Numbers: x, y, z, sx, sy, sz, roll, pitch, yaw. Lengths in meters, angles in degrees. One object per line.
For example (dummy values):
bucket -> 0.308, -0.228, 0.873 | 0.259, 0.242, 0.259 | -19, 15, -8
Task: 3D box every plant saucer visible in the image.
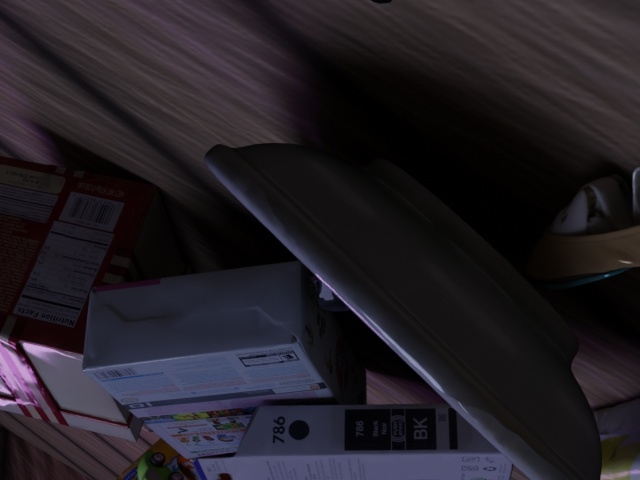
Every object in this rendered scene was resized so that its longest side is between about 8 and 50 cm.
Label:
plant saucer -> 0.086, 0.043, 0.976 | 0.400, 0.100, 0.400 | 43, 179, 1

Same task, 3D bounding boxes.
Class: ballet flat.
ballet flat -> 0.208, -0.014, 0.826 | 0.232, 0.080, 0.073 | -8, 104, 58

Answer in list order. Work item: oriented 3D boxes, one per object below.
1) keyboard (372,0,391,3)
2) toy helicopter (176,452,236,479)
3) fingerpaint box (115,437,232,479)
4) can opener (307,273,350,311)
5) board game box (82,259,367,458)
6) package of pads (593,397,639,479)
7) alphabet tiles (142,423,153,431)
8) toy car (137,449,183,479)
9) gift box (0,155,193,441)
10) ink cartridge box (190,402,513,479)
keyboard -> 0.018, -0.198, 0.747 | 0.100, 0.038, 0.192 | 36, 158, 1
toy helicopter -> -0.110, 0.217, 1.766 | 0.355, 0.140, 0.235 | -14, 119, 50
fingerpaint box -> -0.250, 0.544, 2.053 | 0.163, 0.445, 0.371 | 53, 173, -38
can opener -> 0.000, 0.000, 1.193 | 0.186, 0.073, 0.059 | 56, -169, -37
board game box -> -0.088, 0.137, 1.366 | 0.223, 0.098, 0.303 | -7, 151, 12
package of pads -> 0.343, 0.228, 1.068 | 0.229, 0.101, 0.296 | 38, 160, -3
alphabet tiles -> -0.228, 0.204, 1.640 | 0.237, 0.009, 0.198 | 30, -177, 24
toy car -> -0.197, 0.390, 1.825 | 0.225, 0.053, 0.239 | 39, 133, 29
gift box -> -0.281, 0.061, 1.487 | 0.255, 0.276, 0.258 | 16, 151, 14
ink cartridge box -> 0.037, 0.228, 1.368 | 0.332, 0.065, 0.165 | -2, 153, 2
